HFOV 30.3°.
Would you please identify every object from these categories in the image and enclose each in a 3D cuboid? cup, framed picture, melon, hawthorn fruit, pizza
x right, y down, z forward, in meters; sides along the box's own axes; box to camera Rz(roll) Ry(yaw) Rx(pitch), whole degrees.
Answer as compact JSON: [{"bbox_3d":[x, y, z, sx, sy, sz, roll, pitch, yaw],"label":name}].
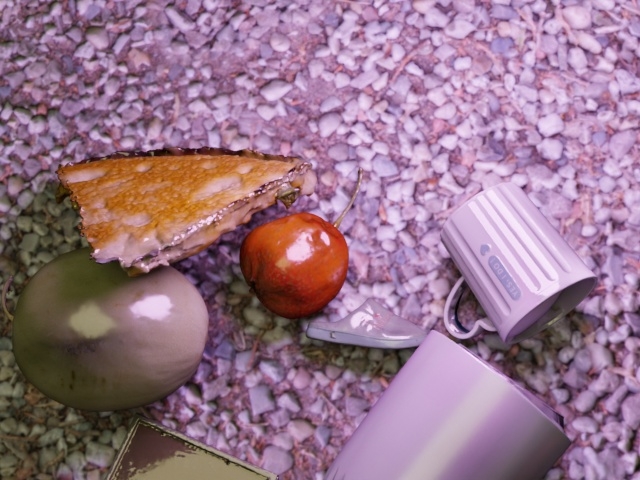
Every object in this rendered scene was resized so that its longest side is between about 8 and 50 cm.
[{"bbox_3d":[0.156,0.328,1.675,0.253,0.253,0.371,39,85,18],"label":"cup"},{"bbox_3d":[-0.216,0.402,1.838,0.259,0.023,0.189,20,78,15],"label":"framed picture"},{"bbox_3d":[-0.328,0.134,1.816,0.307,0.272,0.272,-18,72,1],"label":"melon"},{"bbox_3d":[0.271,0.045,1.785,0.221,0.167,0.202,-32,68,-3],"label":"cup"},{"bbox_3d":[0.000,0.000,1.881,0.165,0.165,0.285,39,59,18],"label":"hawthorn fruit"},{"bbox_3d":[-0.204,-0.072,1.859,0.391,0.080,0.435,-15,29,-16],"label":"pizza"}]

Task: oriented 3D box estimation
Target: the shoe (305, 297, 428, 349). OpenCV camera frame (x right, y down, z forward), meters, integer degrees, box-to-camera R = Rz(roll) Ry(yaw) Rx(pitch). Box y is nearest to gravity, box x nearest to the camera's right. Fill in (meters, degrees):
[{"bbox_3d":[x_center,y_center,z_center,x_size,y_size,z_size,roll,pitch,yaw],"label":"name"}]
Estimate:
[{"bbox_3d":[0.073,0.128,1.836,0.195,0.079,0.078,1,88,15],"label":"shoe"}]
